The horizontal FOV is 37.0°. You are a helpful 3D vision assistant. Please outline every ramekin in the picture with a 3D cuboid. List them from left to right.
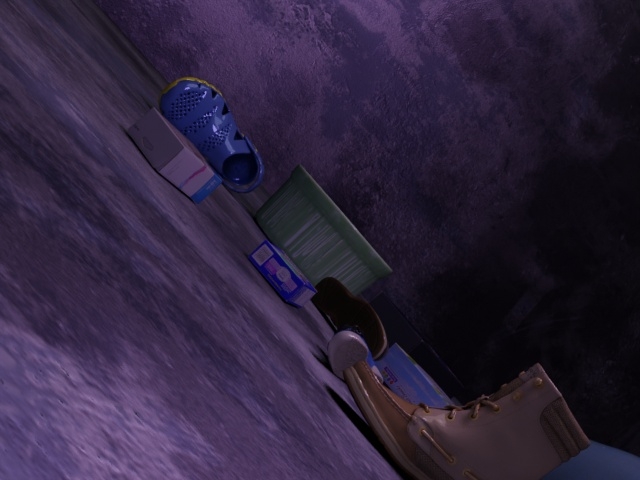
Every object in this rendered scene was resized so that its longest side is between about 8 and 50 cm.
[{"bbox_3d":[0.000,0.000,2.020,0.303,0.148,0.303,49,2,-2],"label":"ramekin"}]

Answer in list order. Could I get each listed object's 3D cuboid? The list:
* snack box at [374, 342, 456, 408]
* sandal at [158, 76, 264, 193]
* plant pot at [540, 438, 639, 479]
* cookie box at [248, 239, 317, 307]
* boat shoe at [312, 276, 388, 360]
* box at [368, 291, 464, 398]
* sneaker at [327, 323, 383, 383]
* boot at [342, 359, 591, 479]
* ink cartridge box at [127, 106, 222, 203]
[{"bbox_3d":[0.200,0.301,1.775,0.174,0.070,0.207,50,3,36],"label":"snack box"},{"bbox_3d":[-0.207,-0.206,1.951,0.317,0.126,0.138,45,8,-42],"label":"sandal"},{"bbox_3d":[0.378,0.404,1.331,0.255,0.272,0.271,37,-7,43],"label":"plant pot"},{"bbox_3d":[-0.055,0.051,1.431,0.092,0.040,0.107,48,1,13],"label":"cookie box"},{"bbox_3d":[0.063,0.143,1.695,0.073,0.080,0.223,40,3,-41],"label":"boat shoe"},{"bbox_3d":[0.203,0.259,2.249,0.184,0.103,0.261,45,4,-28],"label":"box"},{"bbox_3d":[0.034,0.144,1.296,0.085,0.058,0.152,58,3,38],"label":"sneaker"},{"bbox_3d":[0.171,0.201,1.126,0.262,0.203,0.095,50,1,-2],"label":"boot"},{"bbox_3d":[-0.199,-0.115,1.313,0.088,0.052,0.122,50,4,27],"label":"ink cartridge box"}]
